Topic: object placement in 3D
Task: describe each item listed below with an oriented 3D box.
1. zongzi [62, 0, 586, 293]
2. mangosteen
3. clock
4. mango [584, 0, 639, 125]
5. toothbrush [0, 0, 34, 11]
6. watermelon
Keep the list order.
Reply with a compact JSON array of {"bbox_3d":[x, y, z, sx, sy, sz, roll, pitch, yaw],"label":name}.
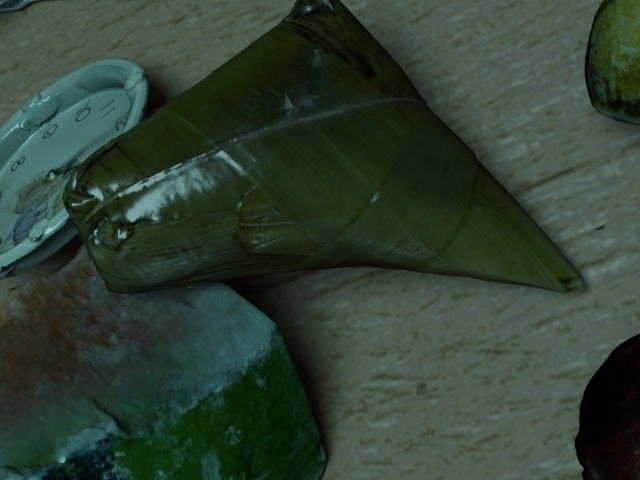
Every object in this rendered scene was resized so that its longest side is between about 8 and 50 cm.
[{"bbox_3d":[0.000,0.000,0.929,0.274,0.145,0.300,-38,76,-18],"label":"zongzi"},{"bbox_3d":[0.255,0.130,0.820,0.184,0.172,0.172,1,83,24],"label":"mangosteen"},{"bbox_3d":[-0.224,-0.052,1.081,0.236,0.053,0.236,-27,36,22],"label":"clock"},{"bbox_3d":[0.334,-0.136,0.831,0.329,0.175,0.176,13,56,44],"label":"mango"},{"bbox_3d":[-0.162,-0.226,1.128,0.354,0.029,0.024,-2,98,23],"label":"toothbrush"},{"bbox_3d":[-0.163,0.123,0.952,0.264,0.151,0.302,-31,66,-24],"label":"watermelon"}]
